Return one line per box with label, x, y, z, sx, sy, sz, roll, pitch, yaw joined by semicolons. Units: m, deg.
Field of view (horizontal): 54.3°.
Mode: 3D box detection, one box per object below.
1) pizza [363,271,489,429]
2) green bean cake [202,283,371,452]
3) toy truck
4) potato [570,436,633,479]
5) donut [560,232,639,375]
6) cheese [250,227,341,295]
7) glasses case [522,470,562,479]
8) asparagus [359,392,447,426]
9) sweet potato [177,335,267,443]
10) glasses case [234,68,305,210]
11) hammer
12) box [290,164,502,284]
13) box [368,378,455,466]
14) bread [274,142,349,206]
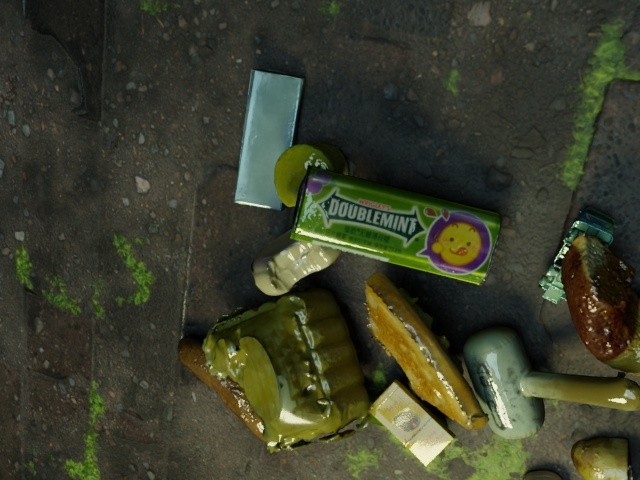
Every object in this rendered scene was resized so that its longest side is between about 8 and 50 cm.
pizza;0.183;0.198;1.147;0.089;0.223;0.324;-34;85;-13
green bean cake;-0.084;0.264;1.230;0.284;0.202;0.310;-26;75;28
toy truck;0.428;0.027;1.046;0.067;0.081;0.175;28;133;16
potato;0.501;0.408;1.116;0.103;0.066;0.096;-7;98;28
donut;0.471;0.131;0.987;0.295;0.112;0.151;35;135;-9
cheese;0.000;0.000;1.188;0.286;0.163;0.082;-31;107;13
glasses case;0.442;0.535;1.186;0.083;0.050;0.197;-15;98;30
asparagus;0.121;0.348;1.276;0.277;0.060;0.068;10;98;21
sweet potato;-0.190;0.326;1.399;0.341;0.092;0.114;43;142;8
glasses case;-0.101;-0.198;1.235;0.105;0.056;0.266;9;110;-3
hammer;0.387;0.241;1.045;0.305;0.113;0.202;-13;103;53
box;0.125;-0.026;1.077;0.345;0.097;0.134;15;100;-2
box;0.175;0.353;1.213;0.155;0.023;0.087;43;112;11
bread;-0.017;-0.129;1.171;0.129;0.114;0.111;-5;102;26
